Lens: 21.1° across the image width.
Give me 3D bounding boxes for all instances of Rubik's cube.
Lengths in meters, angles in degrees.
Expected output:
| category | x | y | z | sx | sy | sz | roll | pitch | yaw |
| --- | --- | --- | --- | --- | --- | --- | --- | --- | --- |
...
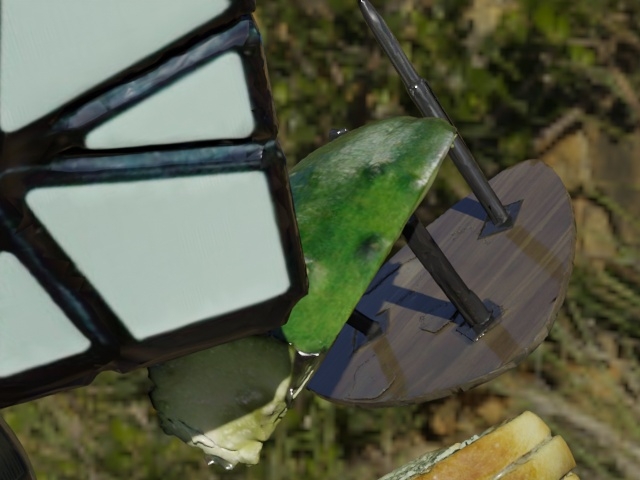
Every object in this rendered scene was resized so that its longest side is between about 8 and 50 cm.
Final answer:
| category | x | y | z | sx | sy | sz | roll | pitch | yaw |
| --- | --- | --- | --- | --- | --- | --- | --- | --- | --- |
| Rubik's cube | -0.187 | -0.106 | 0.826 | 0.293 | 0.288 | 0.283 | -13 | 42 | -6 |

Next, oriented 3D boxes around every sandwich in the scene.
| category | x | y | z | sx | sy | sz | roll | pitch | yaw |
| --- | --- | --- | --- | --- | --- | --- | --- | --- | --- |
| sandwich | 0.057 | 0.228 | 1.306 | 0.249 | 0.095 | 0.273 | -25 | -7 | -26 |

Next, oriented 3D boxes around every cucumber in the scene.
| category | x | y | z | sx | sy | sz | roll | pitch | yaw |
| --- | --- | --- | --- | --- | --- | --- | --- | --- | --- |
| cucumber | -0.001 | -0.003 | 1.180 | 0.105 | 0.145 | 0.325 | 33 | 46 | 4 |

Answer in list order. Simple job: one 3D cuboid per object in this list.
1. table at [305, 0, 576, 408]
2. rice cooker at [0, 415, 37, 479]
| category | x | y | z | sx | sy | sz | roll | pitch | yaw |
| --- | --- | --- | --- | --- | --- | --- | --- | --- | --- |
| table | 0.052 | -0.030 | 1.503 | 0.317 | 0.249 | 0.317 | -34 | 24 | 17 |
| rice cooker | -0.369 | 0.240 | 1.305 | 0.288 | 0.288 | 0.277 | 5 | 12 | 12 |
